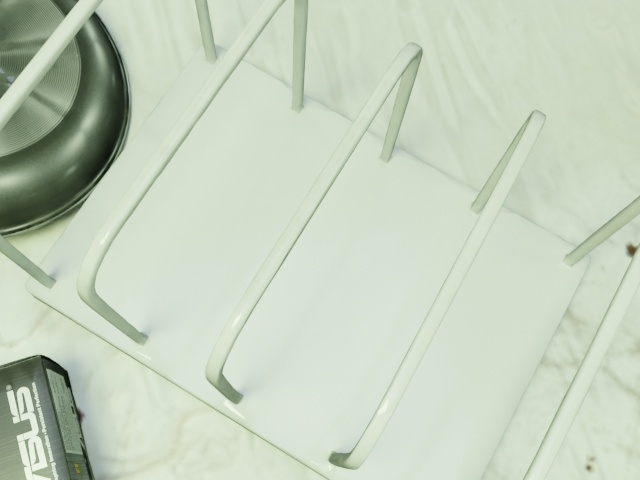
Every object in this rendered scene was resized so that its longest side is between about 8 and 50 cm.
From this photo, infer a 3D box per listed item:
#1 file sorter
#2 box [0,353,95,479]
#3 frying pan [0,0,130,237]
[{"bbox_3d":[0.000,0.000,0.403,0.277,0.173,0.193,30,74,6],"label":"file sorter"},{"bbox_3d":[-0.193,0.195,0.393,0.183,0.056,0.231,-17,74,-8],"label":"box"},{"bbox_3d":[-0.227,-0.157,0.478,0.197,0.053,0.326,-11,78,-26],"label":"frying pan"}]
